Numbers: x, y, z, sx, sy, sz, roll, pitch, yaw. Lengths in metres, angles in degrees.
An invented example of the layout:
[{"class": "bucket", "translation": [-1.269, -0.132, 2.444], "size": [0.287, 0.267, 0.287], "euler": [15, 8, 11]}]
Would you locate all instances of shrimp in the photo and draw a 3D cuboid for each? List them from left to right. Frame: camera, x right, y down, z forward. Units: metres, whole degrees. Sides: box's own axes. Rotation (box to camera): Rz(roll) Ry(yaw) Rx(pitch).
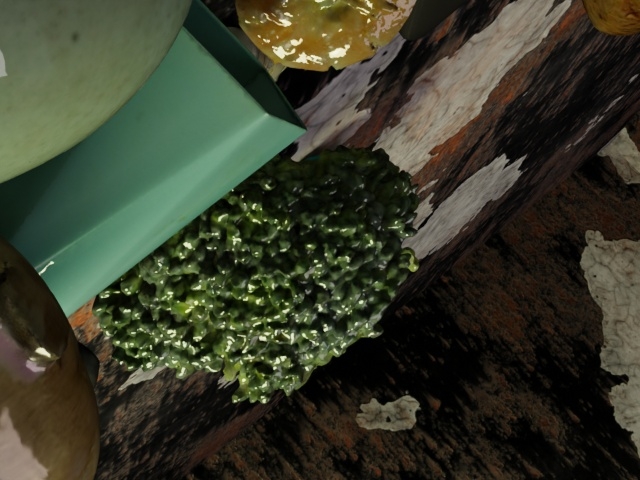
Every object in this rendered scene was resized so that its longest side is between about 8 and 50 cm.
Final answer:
[{"class": "shrimp", "translation": [0.022, -0.197, 0.697], "size": [0.217, 0.115, 0.051], "euler": [-56, -164, 36]}]

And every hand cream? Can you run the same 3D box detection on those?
[{"class": "hand cream", "translation": [-0.056, -0.132, 0.852], "size": [0.061, 0.039, 0.143], "euler": [-46, 172, 7]}]

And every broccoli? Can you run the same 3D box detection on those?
[{"class": "broccoli", "translation": [-0.053, 0.019, 1.020], "size": [0.245, 0.288, 0.248], "euler": [-56, 154, -80]}]

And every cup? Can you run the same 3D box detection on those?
[{"class": "cup", "translation": [-0.142, -0.045, 0.683], "size": [0.236, 0.134, 0.148], "euler": [-41, 165, 14]}]

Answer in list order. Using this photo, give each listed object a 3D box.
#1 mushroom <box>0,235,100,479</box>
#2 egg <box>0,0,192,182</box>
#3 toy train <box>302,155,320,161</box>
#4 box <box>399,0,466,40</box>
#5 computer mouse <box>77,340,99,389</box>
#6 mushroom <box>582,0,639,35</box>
[{"class": "mushroom", "translation": [-0.232, 0.081, 0.567], "size": [0.255, 0.255, 0.184], "euler": [-51, 176, 36]}, {"class": "egg", "translation": [-0.144, -0.098, 0.376], "size": [0.236, 0.169, 0.169], "euler": [-35, 166, -40]}, {"class": "toy train", "translation": [0.000, 0.000, 1.197], "size": [0.198, 0.154, 0.107], "euler": [-38, 164, -14]}, {"class": "box", "translation": [0.162, -0.303, 0.801], "size": [0.289, 0.073, 0.290], "euler": [-43, 169, -16]}, {"class": "computer mouse", "translation": [-0.312, 0.142, 0.878], "size": [0.270, 0.086, 0.137], "euler": [-31, 157, -10]}, {"class": "mushroom", "translation": [0.358, -0.336, 1.039], "size": [0.283, 0.195, 0.263], "euler": [-28, 179, 14]}]
